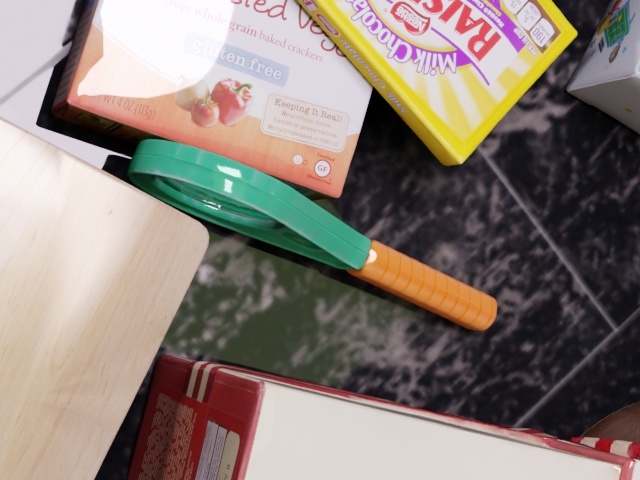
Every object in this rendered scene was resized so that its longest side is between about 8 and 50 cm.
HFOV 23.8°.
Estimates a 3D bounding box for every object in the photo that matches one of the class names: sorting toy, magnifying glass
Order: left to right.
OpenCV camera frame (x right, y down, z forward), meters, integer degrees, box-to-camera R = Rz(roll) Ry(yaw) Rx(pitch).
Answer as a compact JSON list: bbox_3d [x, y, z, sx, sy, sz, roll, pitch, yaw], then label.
[{"bbox_3d":[-0.228,0.052,0.746,0.255,0.089,0.257,28,80,-15],"label":"sorting toy"},{"bbox_3d":[0.000,0.000,0.830,0.231,0.092,0.026,23,79,-26],"label":"magnifying glass"}]

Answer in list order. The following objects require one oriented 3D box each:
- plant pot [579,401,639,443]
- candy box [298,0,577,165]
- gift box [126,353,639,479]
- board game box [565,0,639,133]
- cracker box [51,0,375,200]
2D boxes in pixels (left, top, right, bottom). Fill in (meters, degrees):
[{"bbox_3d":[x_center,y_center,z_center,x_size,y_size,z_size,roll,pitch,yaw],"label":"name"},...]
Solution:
[{"bbox_3d":[0.254,0.200,0.823,0.215,0.230,0.215,0,88,-18],"label":"plant pot"},{"bbox_3d":[0.038,-0.148,0.800,0.105,0.027,0.206,-47,107,-12],"label":"candy box"},{"bbox_3d":[0.039,0.204,0.738,0.258,0.276,0.255,15,90,-18],"label":"gift box"},{"bbox_3d":[0.317,-0.171,0.922,0.224,0.097,0.303,29,82,-15],"label":"board game box"},{"bbox_3d":[-0.035,-0.154,0.824,0.155,0.067,0.232,18,83,-17],"label":"cracker box"}]
